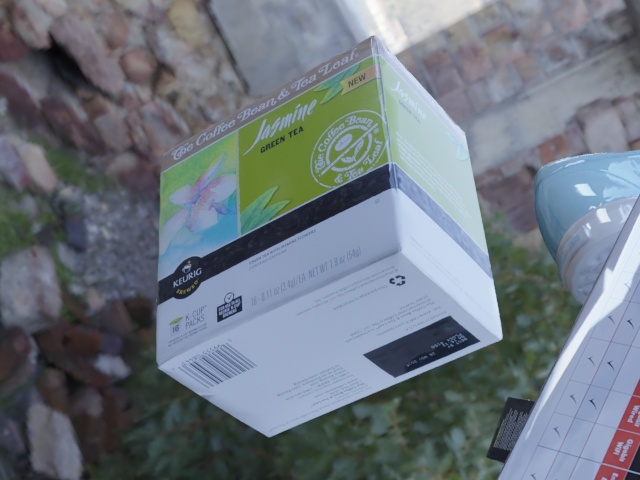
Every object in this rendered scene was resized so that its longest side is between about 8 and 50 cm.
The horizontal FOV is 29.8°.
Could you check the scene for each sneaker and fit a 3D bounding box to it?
[{"bbox_3d":[0.349,-0.034,1.004,0.150,0.366,0.135,-109,-152,-43],"label":"sneaker"}]

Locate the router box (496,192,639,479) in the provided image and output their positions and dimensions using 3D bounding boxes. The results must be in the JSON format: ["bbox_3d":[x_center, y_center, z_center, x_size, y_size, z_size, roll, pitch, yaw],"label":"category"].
[{"bbox_3d":[0.244,0.092,0.486,0.335,0.301,0.082,-56,138,-28],"label":"router box"}]

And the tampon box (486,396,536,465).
[{"bbox_3d":[0.348,0.304,1.757,0.120,0.101,0.161,29,-14,-28],"label":"tampon box"}]

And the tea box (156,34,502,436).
[{"bbox_3d":[0.000,0.000,1.402,0.220,0.329,0.323,41,32,-41],"label":"tea box"}]
